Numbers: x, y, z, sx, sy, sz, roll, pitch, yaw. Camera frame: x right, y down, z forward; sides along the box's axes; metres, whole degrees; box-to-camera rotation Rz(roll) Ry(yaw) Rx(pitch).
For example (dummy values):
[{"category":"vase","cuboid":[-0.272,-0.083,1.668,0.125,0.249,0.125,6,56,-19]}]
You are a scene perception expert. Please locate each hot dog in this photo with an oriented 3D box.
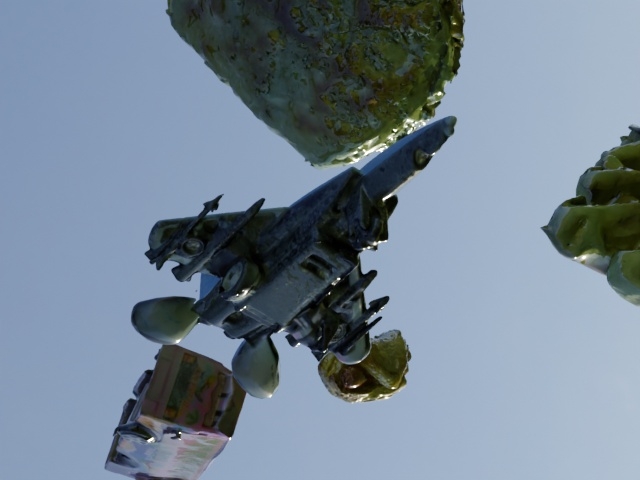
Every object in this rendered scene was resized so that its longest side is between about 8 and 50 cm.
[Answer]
[{"category":"hot dog","cuboid":[0.063,0.138,1.999,0.169,0.061,0.078,-11,-67,-57]}]

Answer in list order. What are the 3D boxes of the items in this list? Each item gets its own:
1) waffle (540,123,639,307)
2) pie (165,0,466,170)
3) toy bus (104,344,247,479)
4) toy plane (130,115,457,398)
[{"category":"waffle","cuboid":[0.214,0.009,0.819,0.223,0.204,0.054,-40,-34,-59]},{"category":"pie","cuboid":[0.001,-0.310,1.983,0.180,0.395,0.418,-5,-54,-56]},{"category":"toy bus","cuboid":[-0.156,0.191,1.946,0.274,0.112,0.090,126,162,-68]},{"category":"toy plane","cuboid":[0.000,0.005,1.138,0.169,0.246,0.078,32,-137,-25]}]
